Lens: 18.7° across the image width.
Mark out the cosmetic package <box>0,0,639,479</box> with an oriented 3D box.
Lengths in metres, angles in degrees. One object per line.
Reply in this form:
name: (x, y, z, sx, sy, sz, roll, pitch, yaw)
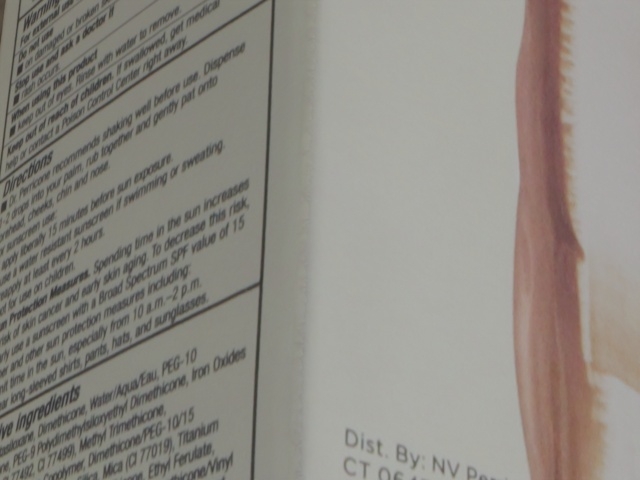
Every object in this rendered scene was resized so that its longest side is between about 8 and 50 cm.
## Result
cosmetic package: (0.000, 0.000, 0.498, 0.129, 0.296, 0.153, 21, 148, -33)
